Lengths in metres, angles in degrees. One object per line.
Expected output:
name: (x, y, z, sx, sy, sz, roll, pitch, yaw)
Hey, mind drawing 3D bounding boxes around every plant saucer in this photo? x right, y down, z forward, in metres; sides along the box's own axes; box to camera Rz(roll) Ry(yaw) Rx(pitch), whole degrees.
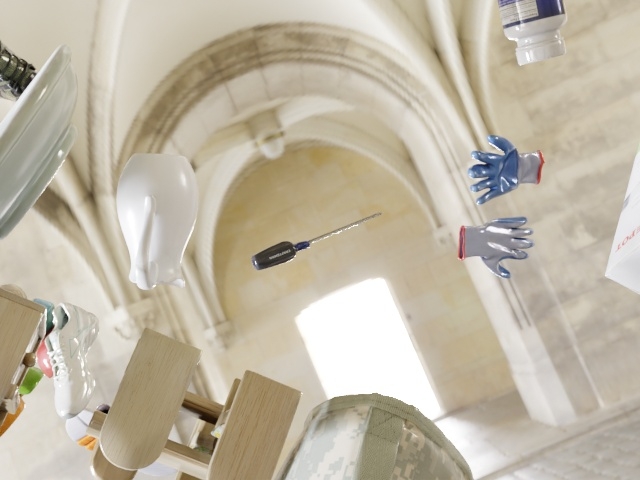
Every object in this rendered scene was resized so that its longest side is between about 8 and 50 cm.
plant saucer: (-0.467, -0.110, 1.380, 0.400, 0.100, 0.400, -45, 22, 24)

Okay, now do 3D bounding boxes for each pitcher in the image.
pitcher: (-0.252, -0.028, 1.390, 0.125, 0.207, 0.178, 2, 0, -3)

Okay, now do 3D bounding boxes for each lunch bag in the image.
lunch bag: (0.013, 0.271, 0.702, 0.287, 0.169, 0.235, 105, -174, -60)

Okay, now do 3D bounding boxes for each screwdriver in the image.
screwdriver: (0.000, 0.000, 1.054, 0.170, 0.025, 0.024, -17, -27, -16)

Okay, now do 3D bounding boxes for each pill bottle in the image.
pill bottle: (0.366, -0.406, 1.584, 0.112, 0.186, 0.112, -14, 9, 2)

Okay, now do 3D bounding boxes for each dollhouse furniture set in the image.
dollhouse furniture set: (-0.164, 0.162, 0.680, 0.242, 0.161, 0.212, 24, -23, -8)

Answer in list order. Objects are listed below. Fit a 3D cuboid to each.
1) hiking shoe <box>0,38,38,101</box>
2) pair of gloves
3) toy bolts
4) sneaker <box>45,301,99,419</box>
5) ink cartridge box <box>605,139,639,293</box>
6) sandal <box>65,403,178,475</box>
hiking shoe: (-0.539, -0.304, 1.573, 0.114, 0.086, 0.227, 18, -14, 6)
pair of gloves: (0.248, -0.043, 1.246, 0.159, 0.198, 0.023, -3, 10, -40)
toy bolts: (-0.504, 0.182, 1.431, 0.228, 0.158, 0.218, -43, 13, 14)
sneaker: (-0.308, 0.143, 1.103, 0.054, 0.152, 0.061, -22, -39, 18)
ink cartridge box: (0.372, -0.061, 0.878, 0.219, 0.093, 0.160, -64, 2, -34)
sandal: (-0.366, 0.362, 1.709, 0.102, 0.076, 0.265, -24, -46, 25)
